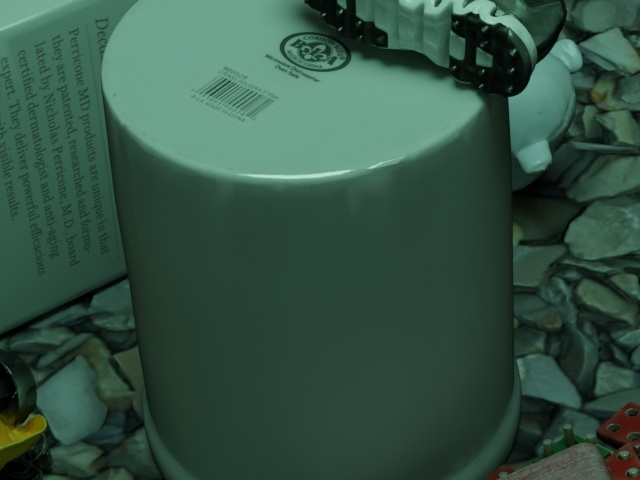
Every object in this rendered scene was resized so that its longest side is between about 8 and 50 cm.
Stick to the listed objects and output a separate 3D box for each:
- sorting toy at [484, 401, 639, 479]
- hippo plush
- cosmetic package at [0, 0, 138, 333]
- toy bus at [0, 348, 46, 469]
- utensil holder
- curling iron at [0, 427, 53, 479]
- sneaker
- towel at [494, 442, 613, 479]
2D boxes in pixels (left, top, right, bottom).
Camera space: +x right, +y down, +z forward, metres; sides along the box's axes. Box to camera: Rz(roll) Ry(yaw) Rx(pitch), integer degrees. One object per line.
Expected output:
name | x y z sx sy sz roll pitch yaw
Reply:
sorting toy | 0.211 0.198 1.557 0.274 0.046 0.132 -31 34 -28
hippo plush | 0.126 -0.164 1.841 0.236 0.294 0.234 9 65 4
cosmetic package | -0.329 -0.142 1.801 0.394 0.327 0.329 -27 46 -25
toy bus | -0.357 0.148 1.593 0.220 0.211 0.149 46 36 20
utensil holder | 0.000 0.000 1.567 0.328 0.385 0.327 -2 41 2
curling iron | -0.241 0.224 1.550 0.068 0.035 0.274 -13 26 -6
sneaker | 0.079 -0.184 1.424 0.234 0.078 0.106 28 48 27
towel | 0.138 0.296 1.385 0.237 0.037 0.329 -25 34 4
